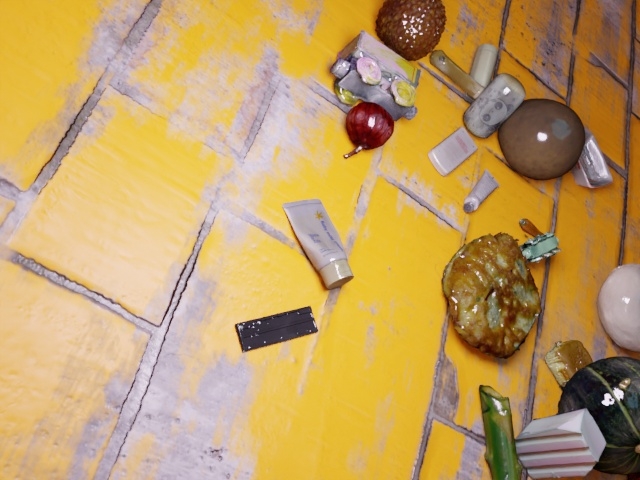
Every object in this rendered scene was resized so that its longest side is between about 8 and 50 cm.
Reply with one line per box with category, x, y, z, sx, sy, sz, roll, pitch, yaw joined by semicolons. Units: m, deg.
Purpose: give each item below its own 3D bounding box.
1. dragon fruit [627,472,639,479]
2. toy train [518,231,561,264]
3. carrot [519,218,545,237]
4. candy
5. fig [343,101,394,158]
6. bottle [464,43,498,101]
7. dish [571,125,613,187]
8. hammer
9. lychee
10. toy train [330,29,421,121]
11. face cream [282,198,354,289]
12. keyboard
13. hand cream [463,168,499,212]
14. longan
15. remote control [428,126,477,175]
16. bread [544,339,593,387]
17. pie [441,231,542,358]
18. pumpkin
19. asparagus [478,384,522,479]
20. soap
dragon fruit;0.995;0.550;2.011;0.205;0.152;0.316;15;63;-31
toy train;0.607;0.027;1.986;0.176;0.118;0.074;-18;88;-43
carrot;0.642;-0.030;2.083;0.142;0.035;0.035;30;56;-30
candy;0.953;0.206;2.105;0.296;0.185;0.295;12;73;-46
fig;0.115;-0.290;1.769;0.150;0.128;0.128;-31;90;-34
bottle;0.506;-0.528;2.169;0.072;0.072;0.201;34;55;-19
dish;0.883;-0.280;2.333;0.154;0.064;0.234;-12;79;-38
hammer;0.442;-0.463;2.051;0.305;0.202;0.113;47;26;12
lychee;0.249;-0.606;1.954;0.200;0.200;0.238;39;95;-15
toy train;0.152;-0.427;1.840;0.261;0.134;0.177;29;57;-23
face cream;0.000;0.000;1.609;0.114;0.070;0.224;-11;69;-37
keyboard;-0.091;0.188;1.493;0.198;0.010;0.063;-10;78;-37
hand cream;0.463;-0.140;2.002;0.067;0.042;0.194;47;46;0
longan;0.663;-0.306;2.088;0.258;0.258;0.257;14;64;-30
remote control;0.381;-0.257;1.996;0.190;0.029;0.087;-39;95;-39
bread;0.702;0.351;1.941;0.128;0.069;0.140;-23;84;-38
pie;0.451;0.143;1.832;0.288;0.103;0.354;48;56;-9
pumpkin;0.781;0.458;1.807;0.323;0.323;0.241;18;21;-28
asparagus;0.442;0.518;1.684;0.082;0.085;0.342;30;50;-51
soap;0.588;0.499;1.694;0.091;0.230;0.145;-35;93;-39
